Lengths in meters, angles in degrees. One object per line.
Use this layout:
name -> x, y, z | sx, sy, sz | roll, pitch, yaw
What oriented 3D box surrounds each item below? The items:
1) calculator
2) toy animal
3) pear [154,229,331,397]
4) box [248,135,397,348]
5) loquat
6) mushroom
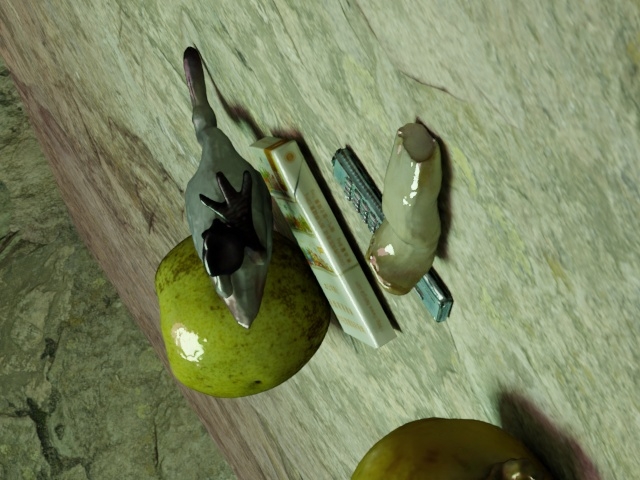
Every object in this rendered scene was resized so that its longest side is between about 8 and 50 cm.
calculator -> 0.060, -0.006, 1.432 | 0.172, 0.018, 0.057 | 55, 169, 17
toy animal -> -0.096, -0.045, 1.722 | 0.324, 0.090, 0.195 | -106, 11, -55
pear -> -0.083, 0.076, 1.834 | 0.197, 0.197, 0.197 | 56, 167, 19
box -> 0.001, 0.000, 1.642 | 0.220, 0.032, 0.122 | 63, 170, -12
loquat -> 0.118, 0.243, 1.373 | 0.213, 0.213, 0.246 | 56, 145, 19
mushroom -> 0.067, -0.023, 1.284 | 0.059, 0.054, 0.202 | 51, 160, 21
